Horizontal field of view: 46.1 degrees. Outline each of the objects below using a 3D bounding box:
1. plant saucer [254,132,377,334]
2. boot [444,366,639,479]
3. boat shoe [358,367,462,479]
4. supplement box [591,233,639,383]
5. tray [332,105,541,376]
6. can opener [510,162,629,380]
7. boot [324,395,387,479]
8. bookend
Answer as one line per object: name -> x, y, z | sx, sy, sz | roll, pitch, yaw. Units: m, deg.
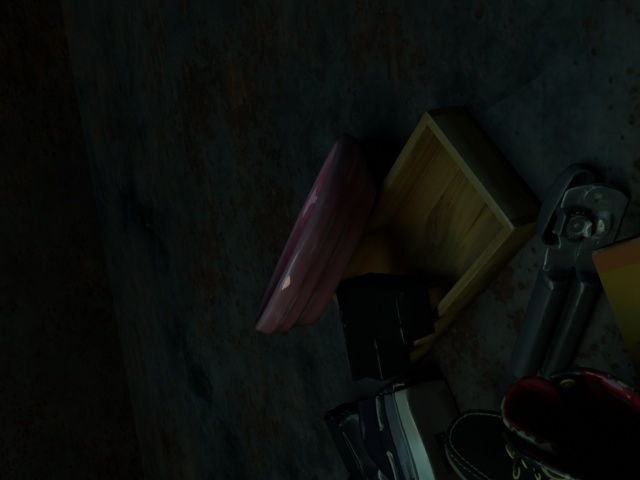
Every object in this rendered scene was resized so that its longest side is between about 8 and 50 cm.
plant saucer -> 0.000, 0.000, 1.162 | 0.084, 0.332, 0.332 | 24, 138, -5
boot -> 0.267, 0.243, 0.848 | 0.377, 0.138, 0.284 | 25, 158, 46
boat shoe -> 0.165, 0.381, 1.195 | 0.158, 0.127, 0.340 | -33, 66, 54
supplement box -> 0.378, 0.104, 0.798 | 0.078, 0.080, 0.233 | -27, 79, 58
tray -> 0.148, 0.021, 1.115 | 0.202, 0.076, 0.411 | 59, 143, 24
can opener -> 0.295, 0.044, 0.926 | 0.095, 0.076, 0.283 | -95, 11, -57
boot -> 0.065, 0.401, 1.371 | 0.246, 0.094, 0.207 | -35, 77, 49
bookend -> 0.106, 0.132, 1.089 | 0.157, 0.072, 0.156 | 1, 104, 56
